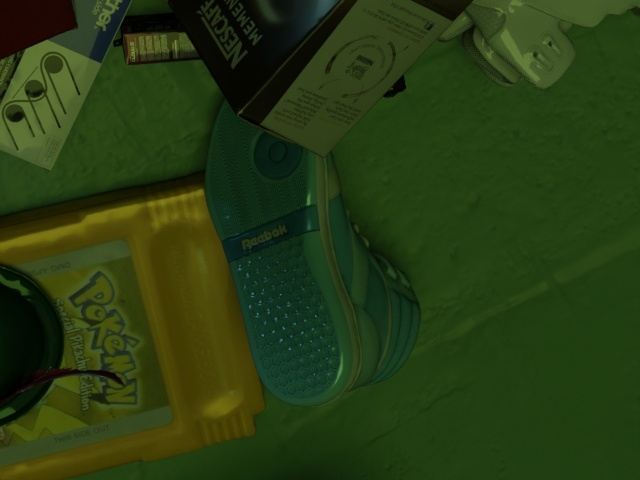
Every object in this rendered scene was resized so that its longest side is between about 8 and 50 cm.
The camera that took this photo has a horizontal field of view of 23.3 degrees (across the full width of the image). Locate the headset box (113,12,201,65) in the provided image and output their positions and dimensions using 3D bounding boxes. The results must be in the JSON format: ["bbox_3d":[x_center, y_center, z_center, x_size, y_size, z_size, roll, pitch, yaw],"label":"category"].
[{"bbox_3d":[-0.147,-0.184,1.415,0.083,0.062,0.032,-7,113,-8],"label":"headset box"}]

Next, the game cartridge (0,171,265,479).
[{"bbox_3d":[-0.231,0.099,1.526,0.324,0.052,0.285,-13,114,-3],"label":"game cartridge"}]

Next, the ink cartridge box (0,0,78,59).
[{"bbox_3d":[-0.299,-0.201,1.210,0.272,0.309,0.130,-7,103,8],"label":"ink cartridge box"}]

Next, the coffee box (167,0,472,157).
[{"bbox_3d":[0.030,-0.238,1.298,0.297,0.168,0.119,-47,140,17],"label":"coffee box"}]

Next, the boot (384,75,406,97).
[{"bbox_3d":[0.058,-0.180,1.424,0.045,0.121,0.099,-9,108,-4],"label":"boot"}]

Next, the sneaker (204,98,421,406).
[{"bbox_3d":[0.000,0.000,1.498,0.127,0.208,0.319,-13,81,27],"label":"sneaker"}]

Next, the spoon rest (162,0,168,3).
[{"bbox_3d":[-0.051,-0.312,1.366,0.276,0.084,0.137,-40,143,11],"label":"spoon rest"}]

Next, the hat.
[{"bbox_3d":[-0.310,0.126,1.397,0.173,0.183,0.208,33,103,-21],"label":"hat"}]

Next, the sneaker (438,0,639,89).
[{"bbox_3d":[0.258,-0.222,1.410,0.366,0.137,0.210,18,93,-11],"label":"sneaker"}]

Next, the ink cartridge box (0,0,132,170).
[{"bbox_3d":[-0.247,-0.176,1.410,0.097,0.046,0.207,23,106,-19],"label":"ink cartridge box"}]
